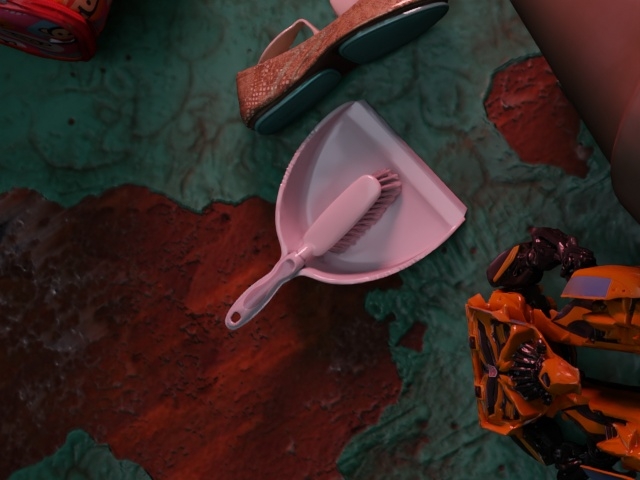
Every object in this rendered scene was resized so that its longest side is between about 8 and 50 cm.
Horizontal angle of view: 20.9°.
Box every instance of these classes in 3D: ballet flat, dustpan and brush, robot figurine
[{"bbox_3d":[0.010,-0.168,1.452,0.206,0.073,0.067,-32,69,14],"label":"ballet flat"},{"bbox_3d":[0.000,0.000,1.466,0.211,0.060,0.147,-46,79,15],"label":"dustpan and brush"},{"bbox_3d":[0.214,0.099,1.322,0.291,0.085,0.211,4,105,54],"label":"robot figurine"}]

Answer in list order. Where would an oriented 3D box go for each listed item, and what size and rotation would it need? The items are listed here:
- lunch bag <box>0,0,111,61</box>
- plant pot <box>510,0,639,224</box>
[{"bbox_3d":[-0.314,-0.246,1.455,0.293,0.258,0.120,19,88,-4],"label":"lunch bag"},{"bbox_3d":[0.275,-0.188,1.257,0.280,0.323,0.323,46,106,27],"label":"plant pot"}]
